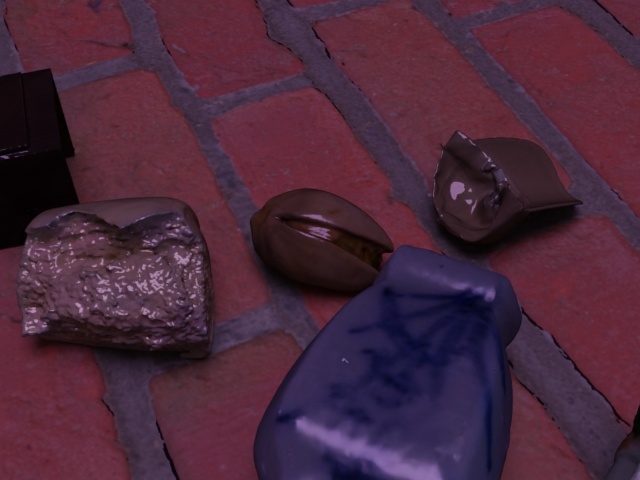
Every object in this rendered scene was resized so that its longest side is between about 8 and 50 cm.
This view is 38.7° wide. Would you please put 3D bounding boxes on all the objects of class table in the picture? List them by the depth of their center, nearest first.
[{"bbox_3d":[-0.427,-0.106,1.195,0.193,0.172,0.169,-12,50,-10],"label":"table"}]

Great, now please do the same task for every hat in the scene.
[{"bbox_3d":[0.250,-0.054,1.234,0.173,0.144,0.166,22,31,-42],"label":"hat"}]

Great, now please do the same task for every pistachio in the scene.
[{"bbox_3d":[0.000,0.000,1.149,0.185,0.124,0.124,23,51,-1],"label":"pistachio"}]

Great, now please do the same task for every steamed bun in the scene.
[{"bbox_3d":[-0.244,0.036,1.076,0.225,0.170,0.200,-4,54,-2],"label":"steamed bun"}]

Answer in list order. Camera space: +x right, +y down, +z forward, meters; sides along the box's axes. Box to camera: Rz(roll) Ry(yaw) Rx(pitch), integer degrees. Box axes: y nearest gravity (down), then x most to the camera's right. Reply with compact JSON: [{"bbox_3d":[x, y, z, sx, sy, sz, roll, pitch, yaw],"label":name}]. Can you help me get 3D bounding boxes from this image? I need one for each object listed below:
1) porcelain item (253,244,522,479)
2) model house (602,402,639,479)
[{"bbox_3d":[0.068,0.197,0.929,0.242,0.178,0.405,18,49,16],"label":"porcelain item"},{"bbox_3d":[0.348,0.313,0.824,0.267,0.194,0.325,31,59,25],"label":"model house"}]
